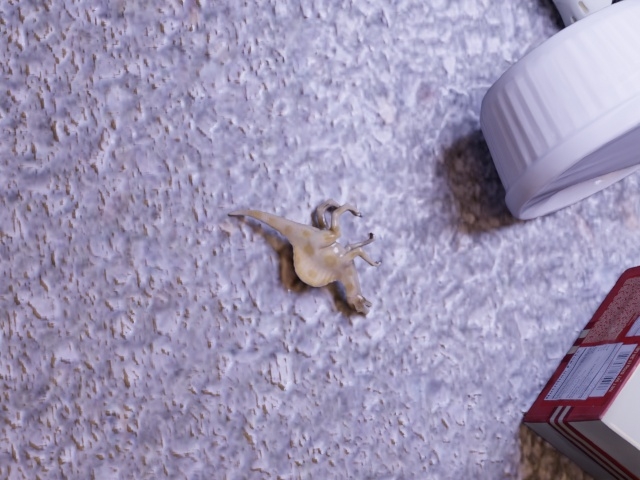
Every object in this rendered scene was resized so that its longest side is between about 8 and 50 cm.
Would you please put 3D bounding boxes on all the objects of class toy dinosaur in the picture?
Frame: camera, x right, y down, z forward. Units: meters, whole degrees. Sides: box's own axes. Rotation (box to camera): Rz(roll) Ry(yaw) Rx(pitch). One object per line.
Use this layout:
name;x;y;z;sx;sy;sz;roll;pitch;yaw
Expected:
toy dinosaur;0.000;0.000;1.664;0.183;0.053;0.092;40;77;-6

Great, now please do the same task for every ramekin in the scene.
ramekin;0.289;-0.142;1.651;0.273;0.273;0.127;-27;77;-15

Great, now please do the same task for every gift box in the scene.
gift box;0.400;0.184;1.627;0.258;0.276;0.255;38;81;-8

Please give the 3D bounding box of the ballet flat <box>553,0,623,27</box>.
ballet flat;0.348;-0.273;1.767;0.342;0.116;0.124;12;99;-15
